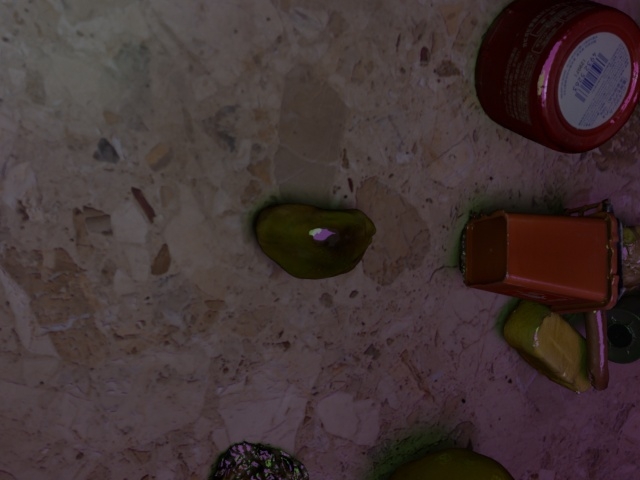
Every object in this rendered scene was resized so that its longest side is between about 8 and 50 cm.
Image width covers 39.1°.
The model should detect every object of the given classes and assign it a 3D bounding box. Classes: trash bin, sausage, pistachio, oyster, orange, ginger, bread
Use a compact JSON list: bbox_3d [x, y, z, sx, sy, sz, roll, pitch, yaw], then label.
[{"bbox_3d":[0.359,0.015,1.460,0.239,0.161,0.184,9,78,-25],"label":"trash bin"},{"bbox_3d":[0.491,0.182,1.603,0.043,0.043,0.186,-13,104,-25],"label":"sausage"},{"bbox_3d":[-0.002,0.003,1.277,0.189,0.100,0.110,5,106,-34],"label":"pistachio"},{"bbox_3d":[-0.093,0.384,1.447,0.177,0.056,0.105,25,91,-32],"label":"oyster"},{"bbox_3d":[0.241,0.491,1.564,0.235,0.279,0.279,-40,132,-41],"label":"orange"},{"bbox_3d":[0.537,0.033,1.613,0.216,0.102,0.157,4,141,-39],"label":"ginger"},{"bbox_3d":[0.419,0.188,1.629,0.245,0.094,0.102,38,82,-38],"label":"bread"}]

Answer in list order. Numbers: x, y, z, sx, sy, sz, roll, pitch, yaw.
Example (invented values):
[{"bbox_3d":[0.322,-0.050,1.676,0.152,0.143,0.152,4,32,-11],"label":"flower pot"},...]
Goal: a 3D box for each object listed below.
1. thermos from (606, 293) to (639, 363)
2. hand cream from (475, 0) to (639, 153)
[{"bbox_3d":[0.590,0.136,1.670,0.193,0.105,0.137,-19,133,-51],"label":"thermos"},{"bbox_3d":[0.359,-0.250,1.339,0.230,0.149,0.230,-11,116,-24],"label":"hand cream"}]
